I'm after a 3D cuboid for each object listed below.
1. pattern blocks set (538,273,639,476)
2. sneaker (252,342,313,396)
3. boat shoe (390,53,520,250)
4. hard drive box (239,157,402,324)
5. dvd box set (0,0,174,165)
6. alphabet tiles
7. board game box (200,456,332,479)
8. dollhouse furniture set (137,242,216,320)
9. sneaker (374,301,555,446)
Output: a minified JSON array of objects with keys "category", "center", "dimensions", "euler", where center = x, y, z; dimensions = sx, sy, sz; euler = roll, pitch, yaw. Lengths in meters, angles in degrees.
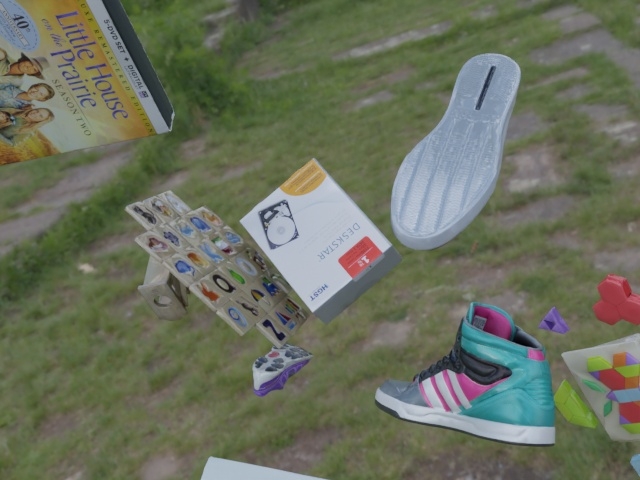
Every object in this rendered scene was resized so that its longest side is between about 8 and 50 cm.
[{"category":"pattern blocks set","center":[0.457,0.221,1.272],"dimensions":[0.026,0.325,0.285],"euler":[-39,-5,-37]},{"category":"sneaker","center":[-0.077,0.241,1.602],"dimensions":[0.068,0.071,0.170],"euler":[22,22,27]},{"category":"boat shoe","center":[0.173,-0.095,1.026],"dimensions":[0.109,0.094,0.302],"euler":[17,57,23]},{"category":"hard drive box","center":[0.000,0.000,1.522],"dimensions":[0.181,0.089,0.232],"euler":[-41,64,0]},{"category":"dvd box set","center":[-0.474,-0.252,1.310],"dimensions":[0.420,0.307,0.062],"euler":[-9,48,10]},{"category":"alphabet tiles","center":[-0.169,0.042,1.470],"dimensions":[0.011,0.342,0.285],"euler":[-49,-3,20]},{"category":"board game box","center":[0.070,0.260,0.590],"dimensions":[0.224,0.303,0.097],"euler":[3,60,29]},{"category":"dollhouse furniture set","center":[-0.229,0.039,1.588],"dimensions":[0.161,0.101,0.182],"euler":[-11,44,14]},{"category":"sneaker","center":[0.199,0.174,1.201],"dimensions":[0.124,0.178,0.295],"euler":[11,-7,-43]}]
